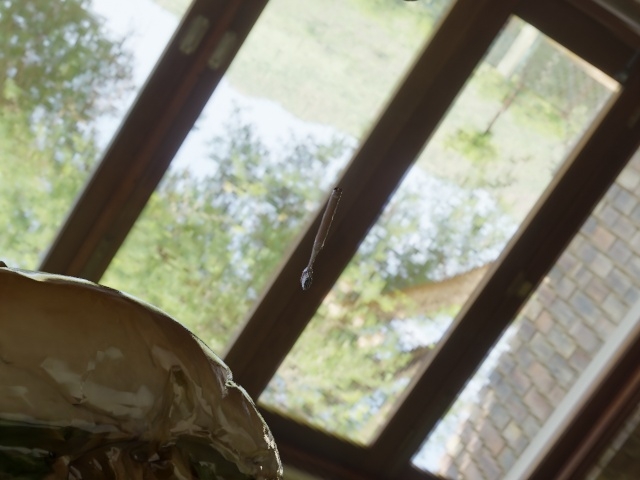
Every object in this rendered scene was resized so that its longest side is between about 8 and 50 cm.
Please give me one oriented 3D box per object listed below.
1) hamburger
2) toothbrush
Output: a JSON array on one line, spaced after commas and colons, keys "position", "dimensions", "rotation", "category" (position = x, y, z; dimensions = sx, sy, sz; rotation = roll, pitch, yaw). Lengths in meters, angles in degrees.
[{"position": [-0.143, 0.099, 0.389], "dimensions": [0.286, 0.243, 0.146], "rotation": [17, -124, -46], "category": "hamburger"}, {"position": [0.000, 0.000, 0.723], "dimensions": [0.006, 0.097, 0.008], "rotation": [2, -130, -15], "category": "toothbrush"}]
